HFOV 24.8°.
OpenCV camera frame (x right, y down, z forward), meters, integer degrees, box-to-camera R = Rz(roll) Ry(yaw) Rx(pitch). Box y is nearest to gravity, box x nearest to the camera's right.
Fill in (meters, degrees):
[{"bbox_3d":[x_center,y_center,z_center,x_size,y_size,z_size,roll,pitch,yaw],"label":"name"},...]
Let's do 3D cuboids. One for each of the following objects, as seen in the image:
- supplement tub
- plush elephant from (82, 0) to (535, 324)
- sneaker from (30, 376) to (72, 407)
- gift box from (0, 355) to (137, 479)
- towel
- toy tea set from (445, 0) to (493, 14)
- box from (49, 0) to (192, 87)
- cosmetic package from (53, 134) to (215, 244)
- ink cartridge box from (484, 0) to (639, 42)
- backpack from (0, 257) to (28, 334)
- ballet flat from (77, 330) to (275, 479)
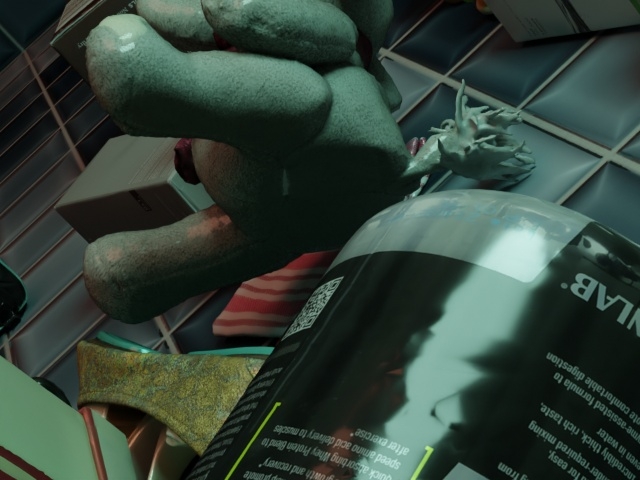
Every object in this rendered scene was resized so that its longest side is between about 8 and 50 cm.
[{"bbox_3d":[0.025,0.160,0.577,0.207,0.207,0.338,-11,37,53],"label":"supplement tub"},{"bbox_3d":[-0.031,-0.131,1.075,0.330,0.272,0.255,-9,50,-8],"label":"plush elephant"},{"bbox_3d":[-0.273,0.207,1.150,0.135,0.097,0.276,-32,22,31],"label":"sneaker"},{"bbox_3d":[-0.232,0.229,0.810,0.255,0.258,0.276,-29,49,14],"label":"gift box"},{"bbox_3d":[0.000,0.000,1.163,0.144,0.029,0.197,-10,38,55],"label":"towel"},{"bbox_3d":[0.196,-0.357,1.362,0.336,0.124,0.200,-48,22,-13],"label":"toy tea set"},{"bbox_3d":[-0.170,-0.224,1.638,0.167,0.203,0.168,-37,22,14],"label":"box"},{"bbox_3d":[-0.126,-0.033,1.314,0.238,0.127,0.107,-13,37,55],"label":"cosmetic package"},{"bbox_3d":[0.235,-0.246,1.131,0.160,0.092,0.219,-50,23,-19],"label":"ink cartridge box"},{"bbox_3d":[-0.444,0.050,1.618,0.166,0.188,0.144,-48,22,-13],"label":"backpack"},{"bbox_3d":[-0.098,0.128,0.994,0.123,0.123,0.348,-52,23,-22],"label":"ballet flat"}]
